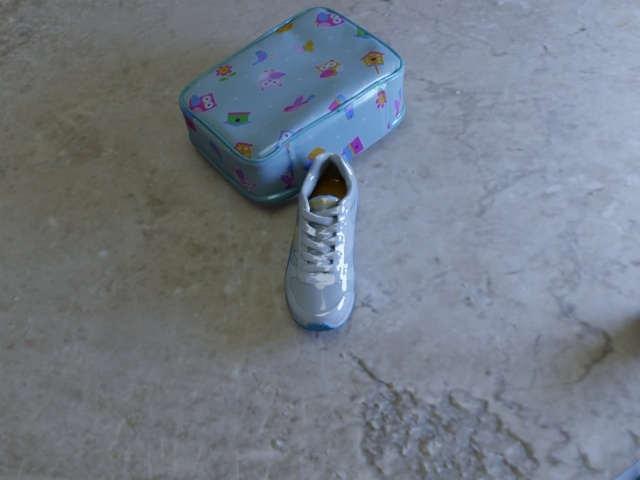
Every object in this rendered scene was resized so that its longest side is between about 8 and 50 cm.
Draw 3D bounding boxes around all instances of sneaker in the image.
[{"bbox_3d":[0.000,0.000,1.041,0.087,0.092,0.229,0,55,6],"label":"sneaker"}]

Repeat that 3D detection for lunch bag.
[{"bbox_3d":[-0.035,-0.189,1.176,0.279,0.108,0.224,-36,52,-20],"label":"lunch bag"}]

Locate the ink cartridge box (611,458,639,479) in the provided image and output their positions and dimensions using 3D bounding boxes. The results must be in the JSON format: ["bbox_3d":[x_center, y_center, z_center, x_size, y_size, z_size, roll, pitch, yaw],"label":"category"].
[{"bbox_3d":[0.366,0.284,0.765,0.275,0.060,0.239,-30,39,-14],"label":"ink cartridge box"}]
